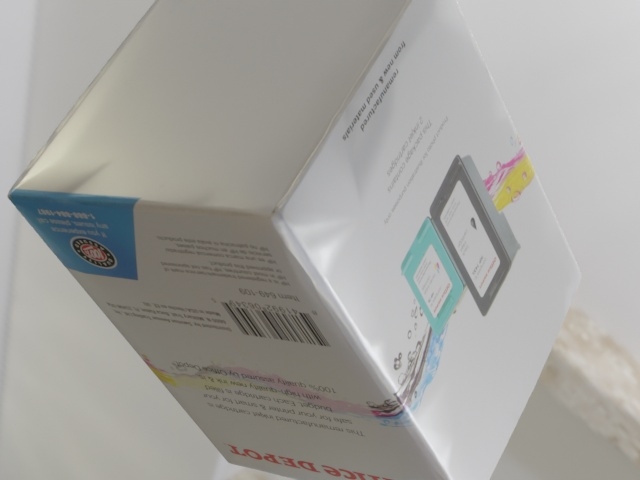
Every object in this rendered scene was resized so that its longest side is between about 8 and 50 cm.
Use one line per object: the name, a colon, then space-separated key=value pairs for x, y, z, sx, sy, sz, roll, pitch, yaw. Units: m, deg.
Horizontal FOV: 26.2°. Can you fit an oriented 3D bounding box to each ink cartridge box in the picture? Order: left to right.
ink cartridge box: x=0.000 y=0.000 z=0.826 sx=0.198 sy=0.197 sz=0.270 roll=6 pitch=-38 yaw=37
